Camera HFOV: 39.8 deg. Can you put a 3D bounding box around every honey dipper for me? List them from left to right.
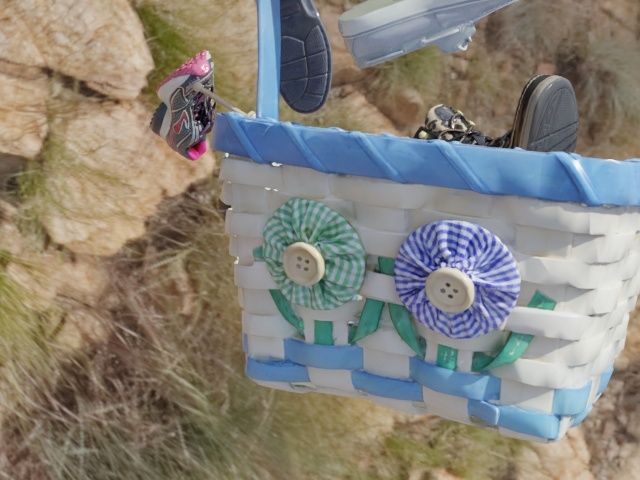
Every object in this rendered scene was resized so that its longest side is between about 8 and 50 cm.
[{"bbox_3d":[-0.156,-0.232,1.519,0.161,0.030,0.030,35,66,18],"label":"honey dipper"}]

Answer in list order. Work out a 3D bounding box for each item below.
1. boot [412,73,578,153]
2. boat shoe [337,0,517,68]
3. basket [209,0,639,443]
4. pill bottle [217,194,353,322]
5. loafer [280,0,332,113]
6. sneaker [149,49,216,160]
[{"bbox_3d":[0.298,-0.164,1.572,0.138,0.284,0.377,-32,140,-24],"label":"boot"},{"bbox_3d":[0.137,-0.255,1.020,0.228,0.079,0.081,-13,121,15],"label":"boat shoe"},{"bbox_3d":[0.076,-0.052,0.473,0.201,0.255,0.288,2,94,-63],"label":"basket"},{"bbox_3d":[0.000,0.000,0.985,0.219,0.123,0.123,47,71,-20],"label":"pill bottle"},{"bbox_3d":[-0.043,-0.363,1.462,0.109,0.095,0.302,-10,119,11],"label":"loafer"},{"bbox_3d":[-0.244,-0.262,1.712,0.112,0.299,0.121,45,66,4],"label":"sneaker"}]
